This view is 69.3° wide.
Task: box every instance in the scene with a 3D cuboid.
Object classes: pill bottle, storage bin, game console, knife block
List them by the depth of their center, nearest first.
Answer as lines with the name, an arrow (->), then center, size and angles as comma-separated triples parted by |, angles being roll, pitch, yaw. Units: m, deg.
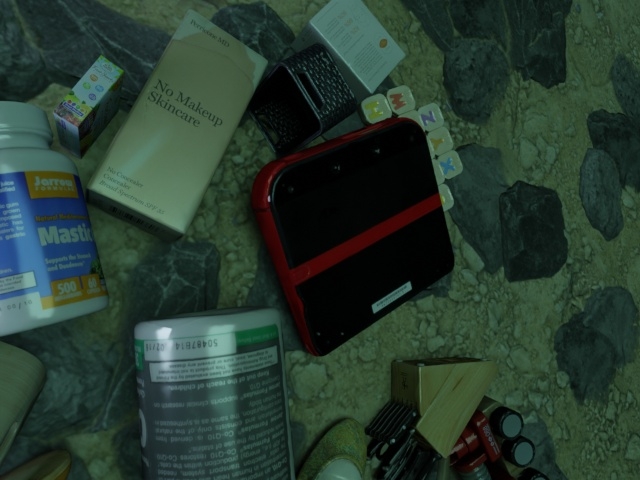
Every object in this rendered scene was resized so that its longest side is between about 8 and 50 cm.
pill bottle -> -0.377, -0.026, 0.588 | 0.152, 0.152, 0.272 | -14, 90, -28
pill bottle -> -0.141, 0.280, 0.643 | 0.204, 0.204, 0.362 | -3, 84, -28
storage bin -> -0.036, -0.227, 0.774 | 0.084, 0.180, 0.122 | -38, 101, -27
game console -> 0.082, -0.023, 0.851 | 0.386, 0.060, 0.342 | -27, 109, -29
knife block -> 0.215, 0.351, 0.883 | 0.275, 0.088, 0.243 | 3, 83, -27

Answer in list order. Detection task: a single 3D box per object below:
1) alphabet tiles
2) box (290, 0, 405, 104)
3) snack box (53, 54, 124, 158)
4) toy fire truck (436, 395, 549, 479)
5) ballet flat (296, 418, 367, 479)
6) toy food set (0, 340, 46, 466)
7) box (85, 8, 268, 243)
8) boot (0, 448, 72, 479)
alphabet tiles -> 0.184, -0.178, 0.973 | 0.277, 0.021, 0.284 | -26, 96, -27
box -> 0.053, -0.364, 0.889 | 0.170, 0.091, 0.130 | 45, 66, -15
snack box -> -0.320, -0.180, 0.644 | 0.037, 0.141, 0.100 | 33, 70, -19
toy fire truck -> 0.299, 0.455, 0.891 | 0.246, 0.158, 0.217 | -26, 96, -16
ballet flat -> -0.009, 0.455, 0.739 | 0.123, 0.123, 0.349 | 47, 65, -14
toy food set -> -0.502, 0.190, 0.504 | 0.306, 0.092, 0.220 | 28, 38, -20
box -> -0.214, -0.168, 0.708 | 0.147, 0.121, 0.312 | 26, 72, -21
boot -> -0.388, 0.427, 0.565 | 0.295, 0.104, 0.211 | -38, 106, -21
